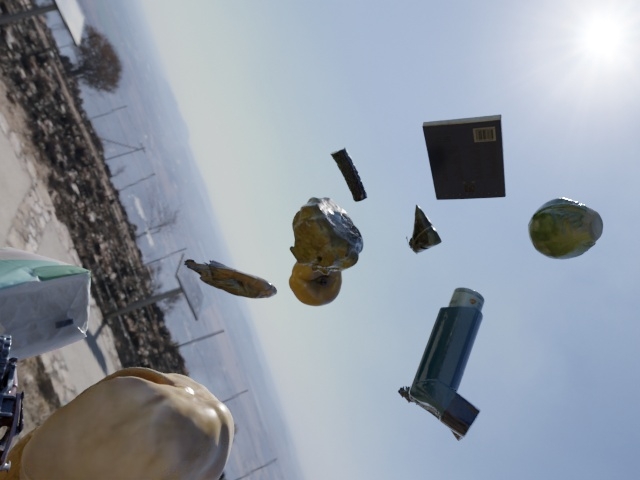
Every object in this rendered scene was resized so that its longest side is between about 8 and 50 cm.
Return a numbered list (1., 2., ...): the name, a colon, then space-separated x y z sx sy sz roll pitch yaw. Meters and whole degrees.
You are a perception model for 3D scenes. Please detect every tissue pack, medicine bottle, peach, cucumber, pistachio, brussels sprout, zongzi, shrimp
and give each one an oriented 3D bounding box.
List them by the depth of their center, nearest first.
1. pistachio: -0.299 0.326 0.834 0.229 0.321 0.238 95 -16 -84
2. medicine bottle: 0.248 0.213 0.948 0.079 0.124 0.258 71 39 -57
3. tissue pack: -0.736 0.134 1.182 0.356 0.266 0.194 10 -78 31
4. brussels sprout: 0.555 -0.027 1.194 0.117 0.155 0.155 30 18 -36
5. shrimp: -0.235 0.100 1.351 0.145 0.254 0.059 140 -28 -69
6. zongzi: 0.261 -0.028 1.402 0.119 0.055 0.109 62 -27 5
7. peach: -0.012 0.113 1.590 0.103 0.179 0.179 20 -50 64
8. cucumber: 0.098 -0.212 1.688 0.187 0.058 0.058 62 -6 -18

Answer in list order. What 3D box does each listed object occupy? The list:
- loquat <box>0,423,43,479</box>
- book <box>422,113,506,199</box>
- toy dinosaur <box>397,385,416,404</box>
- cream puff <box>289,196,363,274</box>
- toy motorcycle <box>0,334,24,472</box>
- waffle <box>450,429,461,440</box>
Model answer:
1. loquat: -0.587 0.547 1.160 0.275 0.274 0.275 161 -90 -81
2. book: 0.382 -0.209 1.368 0.269 0.190 0.025 65 33 -45
3. toy dinosaur: 0.296 0.493 1.674 0.055 0.049 0.154 44 -25 -9
4. cream puff: 0.000 0.000 0.915 0.146 0.116 0.146 36 29 -24
5. toy motorcycle: -0.394 0.219 0.600 0.118 0.084 0.213 -49 -141 38
6. waffle: 0.379 0.518 1.536 0.135 0.021 0.092 56 -15 30
